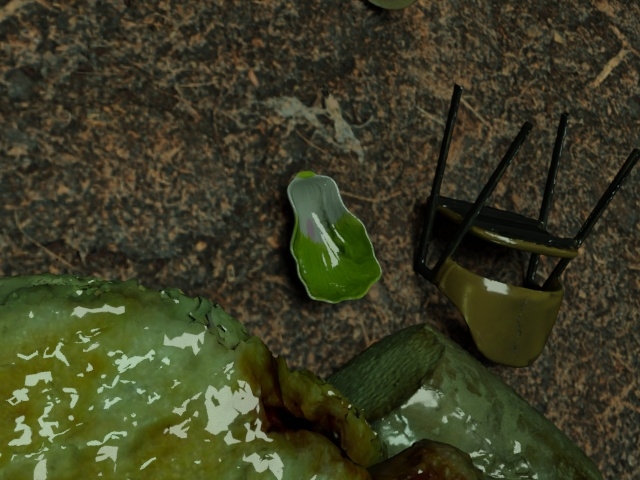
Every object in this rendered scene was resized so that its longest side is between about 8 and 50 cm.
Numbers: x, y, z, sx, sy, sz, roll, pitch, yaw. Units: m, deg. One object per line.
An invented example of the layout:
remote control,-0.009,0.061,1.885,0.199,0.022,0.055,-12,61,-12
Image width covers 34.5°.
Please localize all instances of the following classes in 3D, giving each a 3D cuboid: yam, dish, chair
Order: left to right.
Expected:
dish,0.000,0.000,1.027,0.091,0.039,0.137,-14,79,-29
yam,0.133,0.199,0.958,0.268,0.161,0.161,41,56,-12
chair,0.202,-0.015,1.092,0.159,0.172,0.246,10,111,-29

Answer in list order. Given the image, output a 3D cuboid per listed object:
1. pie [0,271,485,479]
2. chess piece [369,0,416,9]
pie,-0.135,0.225,0.731,0.418,0.180,0.395,26,96,-20
chess piece,0.114,-0.354,1.213,0.090,0.090,0.200,44,44,-10
